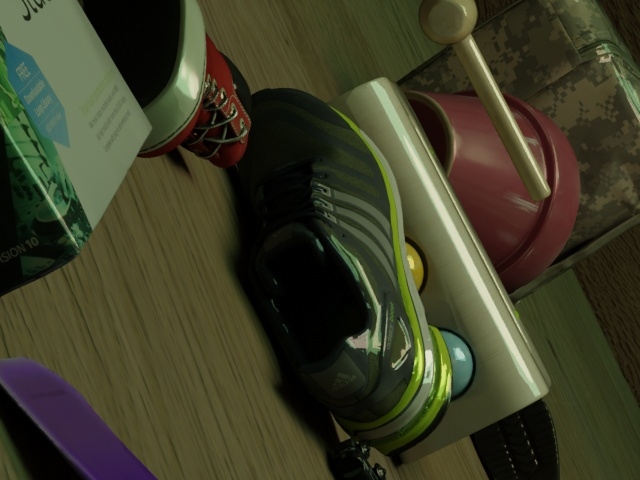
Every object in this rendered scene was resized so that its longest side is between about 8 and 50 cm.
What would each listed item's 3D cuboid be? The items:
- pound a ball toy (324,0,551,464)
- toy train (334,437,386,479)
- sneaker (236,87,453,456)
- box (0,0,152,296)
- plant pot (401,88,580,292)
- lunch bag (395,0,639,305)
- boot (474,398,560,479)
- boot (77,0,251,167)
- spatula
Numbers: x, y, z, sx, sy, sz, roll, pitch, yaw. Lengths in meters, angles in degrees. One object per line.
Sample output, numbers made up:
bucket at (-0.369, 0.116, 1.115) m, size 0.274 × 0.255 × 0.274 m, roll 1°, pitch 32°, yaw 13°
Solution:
pound a ball toy at (0.083, -0.017, 1.507) m, size 0.319 × 0.208 × 0.136 m, roll 64°, pitch 11°, yaw 3°
toy train at (0.055, 0.200, 1.326) m, size 0.158 × 0.027 × 0.036 m, roll 58°, pitch 15°, yaw -21°
sneaker at (0.000, 0.000, 1.365) m, size 0.121 × 0.111 × 0.300 m, roll 39°, pitch 22°, yaw -52°
box at (-0.196, -0.150, 0.941) m, size 0.322 × 0.058 × 0.232 m, roll 59°, pitch 11°, yaw -14°
plant pot at (0.119, -0.060, 1.874) m, size 0.180 × 0.201 × 0.201 m, roll 20°, pitch 41°, yaw -52°
lunch bag at (0.222, -0.087, 2.095) m, size 0.256 × 0.305 × 0.212 m, roll 62°, pitch 13°, yaw 18°
boot at (0.186, 0.174, 1.892) m, size 0.137 × 0.077 × 0.198 m, roll 53°, pitch 15°, yaw -62°
boot at (-0.085, -0.088, 1.241) m, size 0.176 × 0.088 × 0.244 m, roll 57°, pitch 9°, yaw -34°
spatula at (-0.058, 0.177, 0.856) m, size 0.296 × 0.030 × 0.084 m, roll 63°, pitch 9°, yaw 5°
